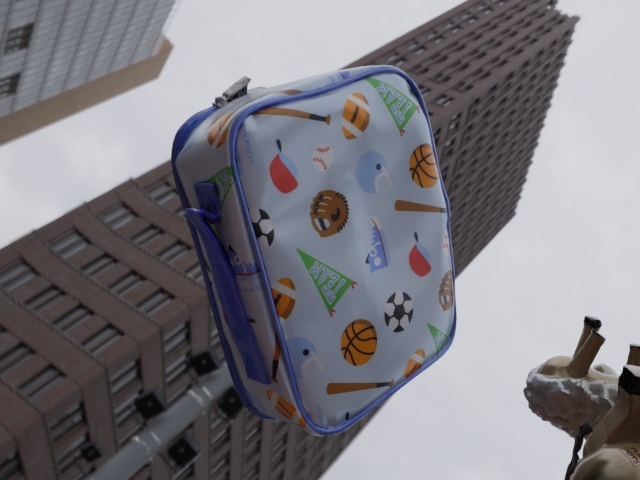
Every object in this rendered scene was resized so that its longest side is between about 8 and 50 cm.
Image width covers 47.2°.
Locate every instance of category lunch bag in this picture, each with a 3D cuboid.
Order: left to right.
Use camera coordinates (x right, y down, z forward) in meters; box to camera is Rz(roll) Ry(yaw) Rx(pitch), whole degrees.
[{"bbox_3d":[0.000,0.000,0.640,0.115,0.243,0.303,3,-67,50],"label":"lunch bag"}]

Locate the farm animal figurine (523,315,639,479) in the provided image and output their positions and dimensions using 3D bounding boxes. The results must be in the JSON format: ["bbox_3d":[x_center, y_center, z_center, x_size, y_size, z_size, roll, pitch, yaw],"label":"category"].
[{"bbox_3d":[0.302,0.206,0.472,0.327,0.330,0.172,17,-76,4],"label":"farm animal figurine"}]
